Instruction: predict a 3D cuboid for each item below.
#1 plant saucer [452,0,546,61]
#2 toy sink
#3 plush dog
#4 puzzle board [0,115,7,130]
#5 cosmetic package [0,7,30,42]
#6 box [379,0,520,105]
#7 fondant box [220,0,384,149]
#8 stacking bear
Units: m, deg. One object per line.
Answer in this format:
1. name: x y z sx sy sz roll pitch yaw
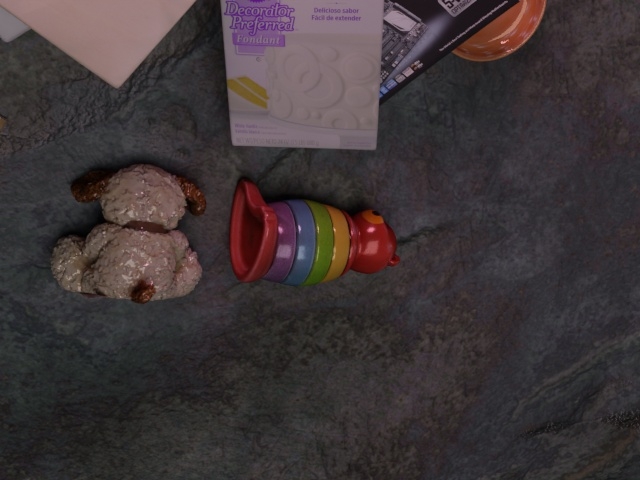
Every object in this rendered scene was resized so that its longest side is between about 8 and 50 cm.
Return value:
1. plant saucer: 0.278 -0.399 1.760 0.200 0.037 0.199 -6 121 -10
2. toy sink: -0.285 -0.318 1.222 0.234 0.131 0.153 34 107 -34
3. plush dog: -0.306 -0.016 1.759 0.263 0.211 0.225 5 91 -19
4. puzzle board: -0.577 -0.167 1.687 0.096 0.011 0.128 30 107 -26
5. cosmetic package: -0.333 -0.528 1.356 0.394 0.327 0.329 -29 122 2
6. box: 0.116 -0.379 1.649 0.307 0.076 0.242 -34 125 31
7. fondant box: -0.026 -0.294 1.620 0.238 0.096 0.330 2 134 2
8. stacking bear: 0.000 0.000 1.854 0.289 0.175 0.164 3 117 -24
